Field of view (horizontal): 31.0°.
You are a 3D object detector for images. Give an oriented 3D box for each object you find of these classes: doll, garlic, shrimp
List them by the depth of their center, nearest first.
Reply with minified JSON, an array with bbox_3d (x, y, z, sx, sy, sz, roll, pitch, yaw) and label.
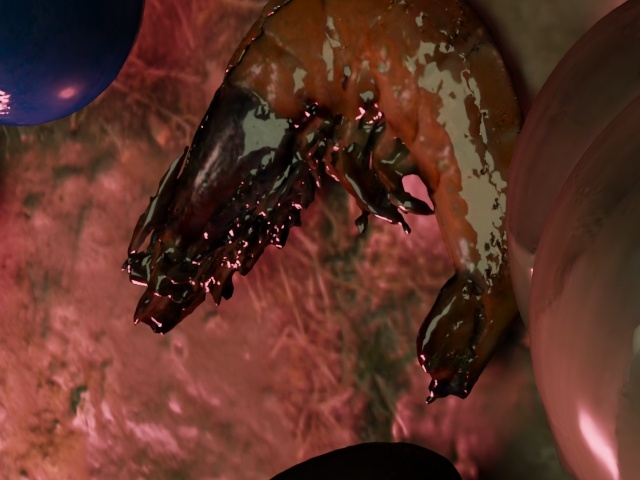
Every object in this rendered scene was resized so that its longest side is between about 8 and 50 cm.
[{"bbox_3d":[0.177,0.021,0.392,0.237,0.210,0.292,23,118,1],"label":"garlic"},{"bbox_3d":[0.000,0.000,0.601,0.290,0.054,0.222,-45,69,35],"label":"shrimp"},{"bbox_3d":[-0.166,-0.195,0.651,0.215,0.161,0.257,27,110,2],"label":"doll"}]

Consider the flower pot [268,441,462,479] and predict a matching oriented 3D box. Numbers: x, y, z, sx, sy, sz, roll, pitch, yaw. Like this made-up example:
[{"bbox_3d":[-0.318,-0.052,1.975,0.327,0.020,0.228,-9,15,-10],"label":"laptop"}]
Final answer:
[{"bbox_3d":[0.054,0.243,0.487,0.267,0.266,0.266,50,133,38],"label":"flower pot"}]
